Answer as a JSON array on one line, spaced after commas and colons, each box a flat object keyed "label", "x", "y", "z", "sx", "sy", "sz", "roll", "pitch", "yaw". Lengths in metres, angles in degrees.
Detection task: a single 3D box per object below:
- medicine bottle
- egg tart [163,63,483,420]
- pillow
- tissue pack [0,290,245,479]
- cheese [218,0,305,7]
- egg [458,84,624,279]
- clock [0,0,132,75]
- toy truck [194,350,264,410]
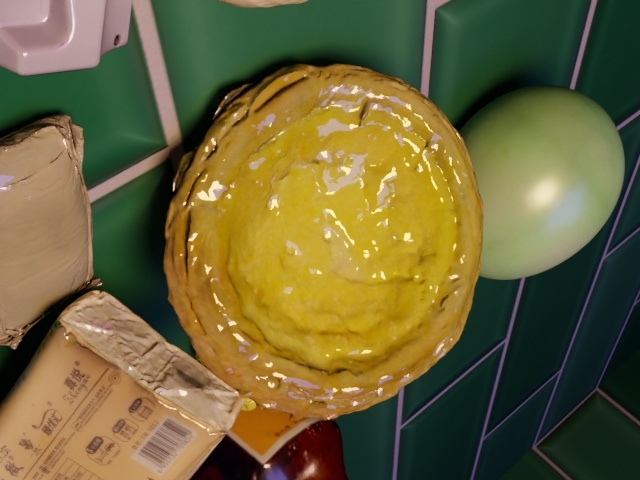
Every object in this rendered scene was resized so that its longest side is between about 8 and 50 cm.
[{"label": "medicine bottle", "x": -0.040, "y": 0.328, "z": 0.952, "sx": 0.242, "sy": 0.395, "sz": 0.242, "roll": -37, "pitch": 151, "yaw": -25}, {"label": "egg tart", "x": 0.000, "y": 0.000, "z": 0.794, "sx": 0.345, "sy": 0.132, "sz": 0.345, "roll": 1, "pitch": 88, "yaw": -27}, {"label": "pillow", "x": -0.238, "y": -0.006, "z": 0.647, "sx": 0.119, "sy": 0.053, "sz": 0.208, "roll": -30, "pitch": 146, "yaw": -33}, {"label": "tissue pack", "x": -0.202, "y": 0.176, "z": 0.745, "sx": 0.222, "sy": 0.186, "sz": 0.090, "roll": -51, "pitch": -174, "yaw": 28}, {"label": "cheese", "x": -0.039, "y": -0.270, "z": 0.438, "sx": 0.233, "sy": 0.127, "sz": 0.266, "roll": 68, "pitch": 27, "yaw": -60}, {"label": "egg", "x": 0.266, "y": -0.072, "z": 1.047, "sx": 0.220, "sy": 0.220, "sz": 0.269, "roll": 12, "pitch": 116, "yaw": -56}, {"label": "clock", "x": -0.206, "y": -0.189, "z": 0.456, "sx": 0.253, "sy": 0.083, "sz": 0.186, "roll": -20, "pitch": 139, "yaw": -40}, {"label": "toy truck", "x": -0.016, "y": 0.063, "z": 0.936, "sx": 0.272, "sy": 0.124, "sz": 0.157, "roll": -32, "pitch": 146, "yaw": -26}]
